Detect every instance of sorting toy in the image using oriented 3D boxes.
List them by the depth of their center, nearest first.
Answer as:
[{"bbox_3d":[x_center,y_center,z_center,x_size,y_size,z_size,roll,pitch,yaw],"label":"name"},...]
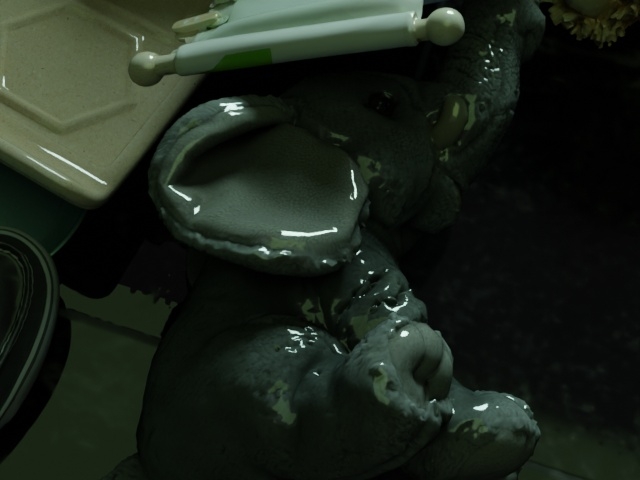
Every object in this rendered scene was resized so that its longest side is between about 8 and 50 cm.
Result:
[{"bbox_3d":[-0.139,-0.123,0.675,0.193,0.038,0.208,30,54,6],"label":"sorting toy"}]

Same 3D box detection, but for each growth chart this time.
[{"bbox_3d":[0.033,-0.141,0.638,0.172,0.021,0.237,-1,34,26],"label":"growth chart"}]

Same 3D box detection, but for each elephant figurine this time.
[{"bbox_3d":[0.000,0.000,0.603,0.186,0.169,0.239,9,62,-36],"label":"elephant figurine"}]

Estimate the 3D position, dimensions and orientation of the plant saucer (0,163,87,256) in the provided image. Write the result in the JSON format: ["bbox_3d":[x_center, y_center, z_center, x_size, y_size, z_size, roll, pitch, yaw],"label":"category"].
[{"bbox_3d":[-0.167,-0.031,0.659,0.119,0.021,0.119,2,70,-5],"label":"plant saucer"}]

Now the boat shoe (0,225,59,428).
[{"bbox_3d":[-0.196,0.082,0.574,0.080,0.076,0.228,44,76,0],"label":"boat shoe"}]

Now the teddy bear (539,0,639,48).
[{"bbox_3d":[0.273,-0.178,0.725,0.338,0.113,0.245,-15,64,-3],"label":"teddy bear"}]
